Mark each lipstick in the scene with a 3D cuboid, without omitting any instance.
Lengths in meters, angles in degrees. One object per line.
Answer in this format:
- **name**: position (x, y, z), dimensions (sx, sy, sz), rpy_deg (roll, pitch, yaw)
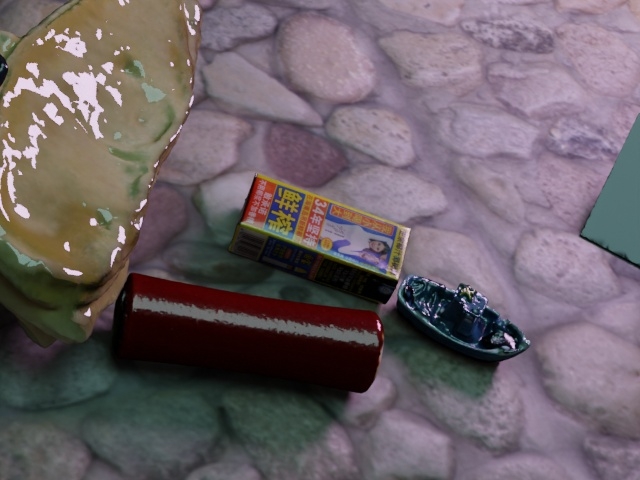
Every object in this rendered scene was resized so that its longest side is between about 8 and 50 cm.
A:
- **lipstick**: position (-0.064, 0.084, 1.222), dimensions (0.241, 0.080, 0.080), rpy_deg (9, 49, -14)

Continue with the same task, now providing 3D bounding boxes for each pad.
- **pad**: position (0.428, -0.017, 1.505), dimensions (0.245, 0.006, 0.170), rpy_deg (27, 73, 2)

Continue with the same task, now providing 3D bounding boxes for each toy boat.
- **toy boat**: position (0.138, 0.075, 1.322), dimensions (0.137, 0.061, 0.060), rpy_deg (32, 47, 5)

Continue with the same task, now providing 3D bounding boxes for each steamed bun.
- **steamed bun**: position (-0.273, -0.092, 1.245), dimensions (0.247, 0.189, 0.428), rpy_deg (33, 43, -24)

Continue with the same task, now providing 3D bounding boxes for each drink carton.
- **drink carton**: position (0.000, 0.000, 1.335), dimensions (0.166, 0.056, 0.071), rpy_deg (20, 55, -5)

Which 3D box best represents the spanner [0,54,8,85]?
- **spanner**: position (-0.360, -0.029, 1.113), dimensions (0.087, 0.024, 0.316), rpy_deg (34, 87, 30)
